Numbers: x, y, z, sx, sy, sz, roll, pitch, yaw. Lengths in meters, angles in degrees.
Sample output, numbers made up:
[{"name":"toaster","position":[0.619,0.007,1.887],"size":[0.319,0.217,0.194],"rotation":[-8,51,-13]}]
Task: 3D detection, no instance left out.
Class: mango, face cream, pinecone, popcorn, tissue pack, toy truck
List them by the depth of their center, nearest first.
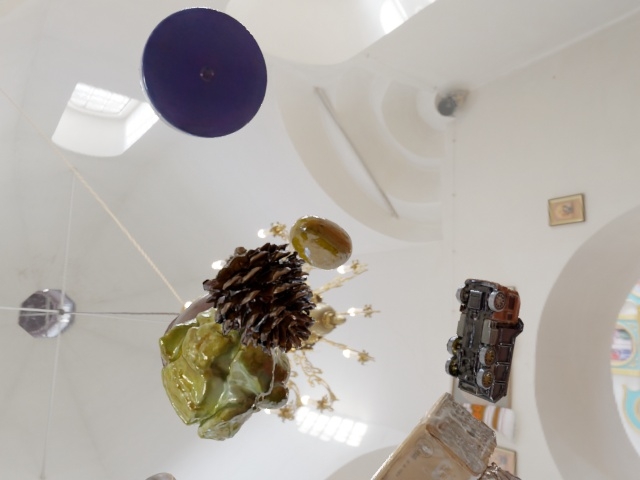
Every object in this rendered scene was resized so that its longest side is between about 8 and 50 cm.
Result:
[{"name":"pinecone","position":[-0.078,0.084,0.703],"size":[0.173,0.173,0.174],"rotation":[5,-99,-34]},{"name":"toy truck","position":[0.274,0.164,0.810],"size":[0.092,0.083,0.192],"rotation":[13,-94,-31]},{"name":"popcorn","position":[-0.173,0.251,0.976],"size":[0.276,0.277,0.225],"rotation":[-26,-119,-34]},{"name":"tissue pack","position":[0.231,0.513,0.986],"size":[0.238,0.239,0.306],"rotation":[22,-71,-30]},{"name":"face cream","position":[-0.260,-0.346,1.043],"size":[0.248,0.225,0.249],"rotation":[-5,-77,-22]},{"name":"mango","position":[0.000,0.000,1.138],"size":[0.195,0.137,0.098],"rotation":[60,-151,-54]}]

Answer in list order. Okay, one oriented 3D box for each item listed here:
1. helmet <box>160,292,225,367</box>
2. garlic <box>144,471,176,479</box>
[{"name":"helmet","position":[-0.235,0.257,1.362],"size":[0.384,0.230,0.338],"rotation":[-20,-118,-43]},{"name":"garlic","position":[-0.373,0.684,1.112],"size":[0.132,0.279,0.325],"rotation":[10,-61,-24]}]
